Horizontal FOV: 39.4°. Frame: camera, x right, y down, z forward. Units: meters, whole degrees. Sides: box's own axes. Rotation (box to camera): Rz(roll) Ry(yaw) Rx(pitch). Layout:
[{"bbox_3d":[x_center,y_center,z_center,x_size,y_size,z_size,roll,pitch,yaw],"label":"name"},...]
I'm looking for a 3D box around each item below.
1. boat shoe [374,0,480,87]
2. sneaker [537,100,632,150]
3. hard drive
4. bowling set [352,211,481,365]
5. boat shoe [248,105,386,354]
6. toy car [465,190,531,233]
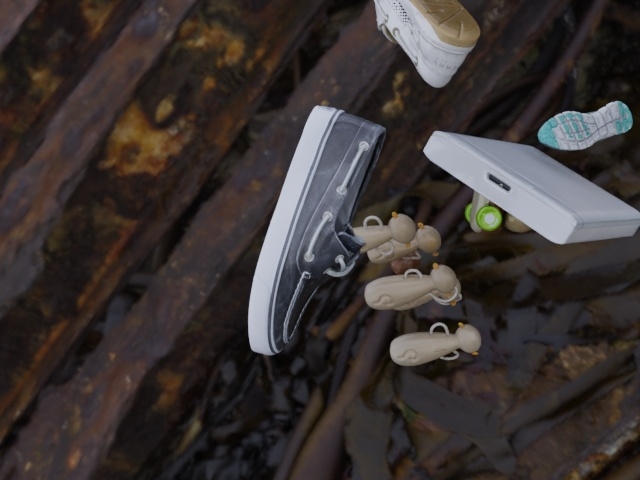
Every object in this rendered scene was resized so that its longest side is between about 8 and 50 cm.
[{"bbox_3d":[0.107,-0.295,1.135,0.277,0.098,0.096,-109,32,-43],"label":"boat shoe"},{"bbox_3d":[0.405,-0.169,1.399,0.076,0.167,0.065,148,108,-67],"label":"sneaker"},{"bbox_3d":[0.324,-0.078,1.310,0.233,0.353,0.047,38,110,26],"label":"hard drive"},{"bbox_3d":[0.162,0.043,1.473,0.154,0.287,0.200,-15,26,25],"label":"bowling set"},{"bbox_3d":[0.000,0.000,1.037,0.102,0.108,0.301,19,94,13],"label":"boat shoe"},{"bbox_3d":[0.416,-0.077,1.883,0.155,0.188,0.148,-97,17,-83],"label":"toy car"}]
